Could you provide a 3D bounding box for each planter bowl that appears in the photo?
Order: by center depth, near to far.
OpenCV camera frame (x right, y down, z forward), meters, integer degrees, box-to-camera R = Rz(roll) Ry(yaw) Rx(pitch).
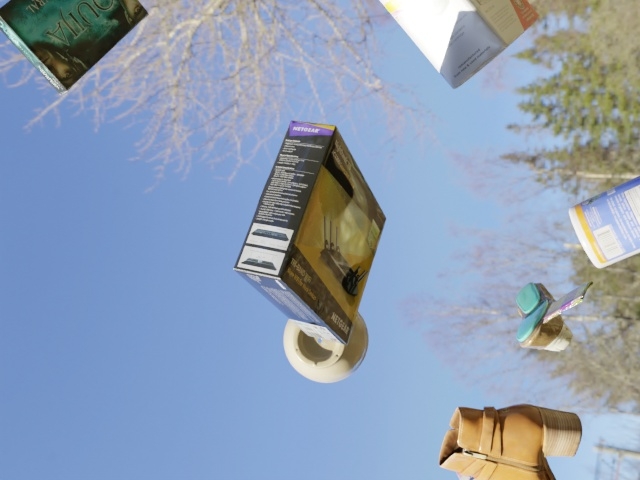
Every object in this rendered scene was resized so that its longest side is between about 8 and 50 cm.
[{"bbox_3d":[0.004,0.181,1.290,0.109,0.161,0.162,45,-127,-79],"label":"planter bowl"}]

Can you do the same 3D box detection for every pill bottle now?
[{"bbox_3d":[0.688,-0.060,1.505,0.152,0.272,0.152,45,-150,-34],"label":"pill bottle"}]

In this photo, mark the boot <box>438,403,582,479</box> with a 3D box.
[{"bbox_3d":[0.218,0.283,0.860,0.073,0.152,0.197,-108,24,-72],"label":"boot"}]

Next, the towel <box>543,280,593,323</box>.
[{"bbox_3d":[0.382,0.095,1.094,0.009,0.083,0.060,49,-138,4],"label":"towel"}]

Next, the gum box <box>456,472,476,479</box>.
[{"bbox_3d":[0.293,0.383,1.198,0.062,0.107,0.188,62,-174,18],"label":"gum box"}]

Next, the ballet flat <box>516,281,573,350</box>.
[{"bbox_3d":[0.542,0.199,1.703,0.116,0.124,0.342,-50,-2,16],"label":"ballet flat"}]

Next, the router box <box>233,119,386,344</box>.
[{"bbox_3d":[0.000,0.000,1.103,0.309,0.080,0.243,51,-127,-59],"label":"router box"}]

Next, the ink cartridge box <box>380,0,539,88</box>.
[{"bbox_3d":[0.219,-0.446,1.241,0.306,0.131,0.226,49,-137,-1],"label":"ink cartridge box"}]

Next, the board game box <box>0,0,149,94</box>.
[{"bbox_3d":[-0.330,-0.303,0.950,0.126,0.026,0.186,51,-126,-28],"label":"board game box"}]
